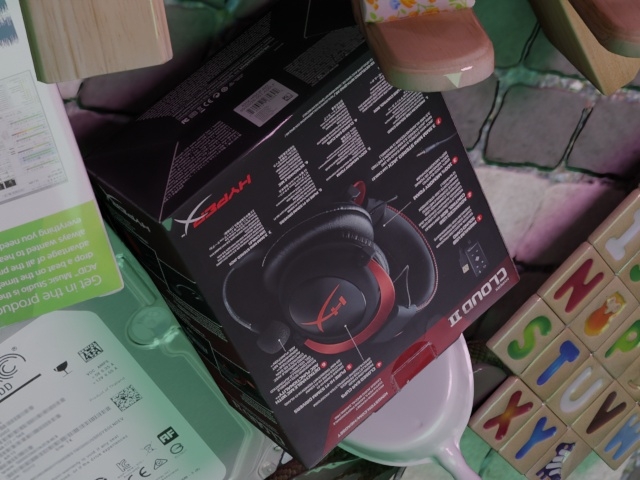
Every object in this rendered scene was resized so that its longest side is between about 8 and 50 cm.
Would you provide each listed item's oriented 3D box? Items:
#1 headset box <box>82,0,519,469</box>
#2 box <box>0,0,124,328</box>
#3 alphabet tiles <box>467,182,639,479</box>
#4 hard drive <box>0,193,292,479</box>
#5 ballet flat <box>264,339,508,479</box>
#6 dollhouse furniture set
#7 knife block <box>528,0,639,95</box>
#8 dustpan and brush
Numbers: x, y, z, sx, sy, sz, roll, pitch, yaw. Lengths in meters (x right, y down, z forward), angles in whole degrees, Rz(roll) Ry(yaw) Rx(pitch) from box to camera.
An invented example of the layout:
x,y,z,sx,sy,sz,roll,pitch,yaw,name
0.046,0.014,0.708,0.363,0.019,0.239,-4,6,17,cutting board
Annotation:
x,y,z,sx,sy,sz,roll,pitch,yaw,name
0.000,0.000,1.257,0.218,0.110,0.293,-41,133,-14,headset box
-0.273,-0.073,1.083,0.232,0.058,0.322,-18,121,-7,box
0.275,0.063,1.515,0.342,0.011,0.285,-46,140,0,alphabet tiles
-0.191,0.122,1.320,0.237,0.064,0.339,-34,133,-1,hard drive
0.041,0.158,1.485,0.250,0.058,0.084,-36,138,8,ballet flat
0.027,-0.242,0.950,0.394,0.256,0.362,-10,119,-4,dollhouse furniture set
0.140,-0.241,1.199,0.242,0.088,0.276,2,124,-28,knife block
0.079,0.142,1.415,0.147,0.211,0.060,-38,163,3,dustpan and brush
